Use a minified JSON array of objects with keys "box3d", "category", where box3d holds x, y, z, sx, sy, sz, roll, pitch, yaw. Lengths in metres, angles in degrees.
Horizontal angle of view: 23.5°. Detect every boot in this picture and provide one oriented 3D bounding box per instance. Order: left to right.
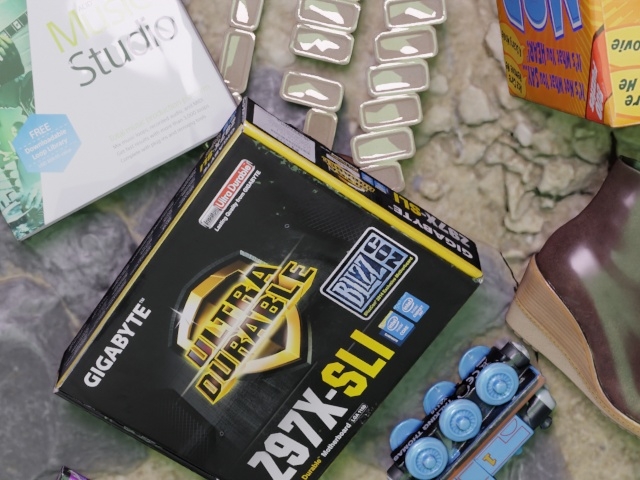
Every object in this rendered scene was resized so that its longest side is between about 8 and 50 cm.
[{"box3d":[0.317,0.066,1.439,0.248,0.090,0.207,37,113,4],"category":"boot"}]

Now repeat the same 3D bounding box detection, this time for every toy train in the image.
[{"box3d":[0.148,0.184,1.483,0.105,0.080,0.184,43,91,-20],"category":"toy train"}]

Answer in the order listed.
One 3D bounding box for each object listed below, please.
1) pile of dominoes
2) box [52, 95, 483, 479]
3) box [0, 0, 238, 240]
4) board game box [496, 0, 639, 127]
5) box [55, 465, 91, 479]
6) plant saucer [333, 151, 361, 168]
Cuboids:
[{"box3d":[0.000,-0.130,1.425,0.196,0.040,0.251,13,99,2],"category":"pile of dominoes"},{"box3d":[-0.049,0.070,1.390,0.257,0.079,0.322,32,112,-16],"category":"box"},{"box3d":[-0.244,-0.193,1.373,0.232,0.058,0.322,-29,94,0],"category":"box"},{"box3d":[0.340,-0.310,1.273,0.356,0.356,0.356,-10,100,-4],"category":"board game box"},{"box3d":[-0.205,0.306,1.490,0.162,0.029,0.116,28,96,-11],"category":"box"},{"box3d":[0.000,0.000,1.459,0.168,0.029,0.168,-1,99,-5],"category":"plant saucer"}]
